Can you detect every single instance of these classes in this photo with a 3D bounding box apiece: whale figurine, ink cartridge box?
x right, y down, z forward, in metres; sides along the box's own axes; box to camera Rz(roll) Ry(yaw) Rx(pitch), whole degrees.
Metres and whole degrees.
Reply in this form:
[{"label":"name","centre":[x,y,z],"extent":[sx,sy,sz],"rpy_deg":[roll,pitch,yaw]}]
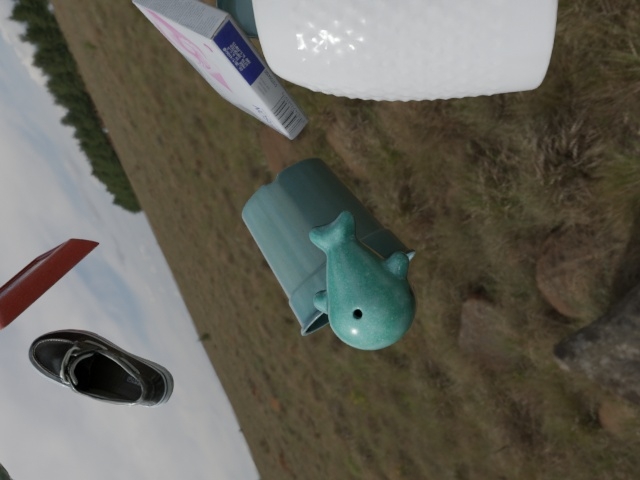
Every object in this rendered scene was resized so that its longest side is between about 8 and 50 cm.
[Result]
[{"label":"whale figurine","centre":[0.068,0.081,1.226],"extent":[0.272,0.216,0.141],"rpy_deg":[64,-158,2]},{"label":"ink cartridge box","centre":[-0.213,-0.362,1.258],"extent":[0.330,0.071,0.324],"rpy_deg":[33,175,33]}]

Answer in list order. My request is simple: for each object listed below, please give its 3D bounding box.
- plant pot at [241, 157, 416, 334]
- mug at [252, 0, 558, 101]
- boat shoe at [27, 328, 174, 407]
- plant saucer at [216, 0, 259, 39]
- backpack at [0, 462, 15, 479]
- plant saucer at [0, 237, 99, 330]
[{"label":"plant pot","centre":[0.000,0.000,1.578],"extent":[0.334,0.341,0.341],"rpy_deg":[54,165,13]},{"label":"mug","centre":[0.098,-0.313,0.836],"extent":[0.374,0.328,0.276],"rpy_deg":[-36,-58,-81]},{"label":"boat shoe","centre":[-0.454,0.246,1.269],"extent":[0.119,0.335,0.121],"rpy_deg":[42,-121,-70]},{"label":"plant saucer","centre":[-0.066,-0.533,1.321],"extent":[0.317,0.317,0.044],"rpy_deg":[56,-176,34]},{"label":"backpack","centre":[-0.857,0.646,1.529],"extent":[0.191,0.253,0.225],"rpy_deg":[46,156,-2]},{"label":"plant saucer","centre":[-0.609,0.093,1.320],"extent":[0.258,0.259,0.048],"rpy_deg":[-17,116,46]}]
